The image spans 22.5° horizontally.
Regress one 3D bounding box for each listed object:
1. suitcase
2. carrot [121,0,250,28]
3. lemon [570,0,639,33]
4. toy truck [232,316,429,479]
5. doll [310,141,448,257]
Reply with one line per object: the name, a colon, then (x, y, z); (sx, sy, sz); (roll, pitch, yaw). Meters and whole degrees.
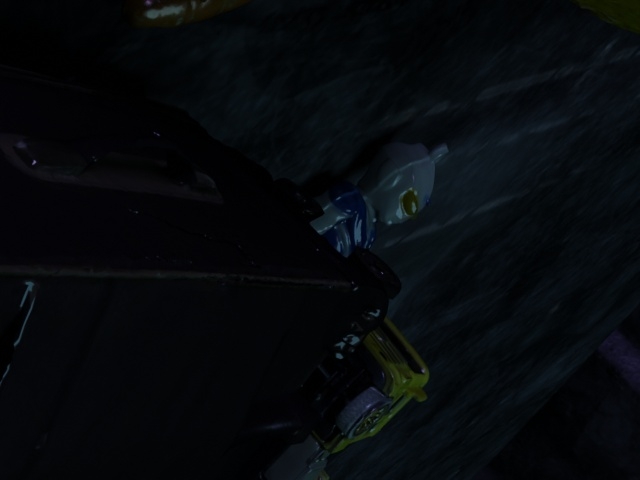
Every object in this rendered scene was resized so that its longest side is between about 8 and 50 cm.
suitcase: (-0.156, 0.057, 0.699); (0.283, 0.194, 0.434); (-51, 161, 15)
carrot: (0.002, -0.152, 0.801); (0.248, 0.043, 0.043); (-28, 159, -32)
lemon: (0.179, -0.203, 0.735); (0.240, 0.240, 0.219); (-39, -177, -9)
toy truck: (-0.029, 0.164, 1.368); (0.272, 0.124, 0.157); (-48, 162, 20)
doll: (0.000, 0.000, 1.146); (0.227, 0.057, 0.114); (-40, 159, 1)
